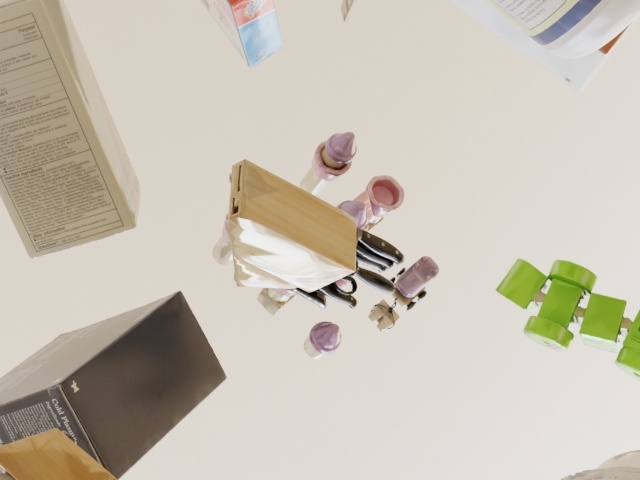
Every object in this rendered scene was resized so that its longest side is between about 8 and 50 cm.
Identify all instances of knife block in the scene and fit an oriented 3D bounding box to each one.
[{"bbox_3d":[0.000,0.000,1.636,0.276,0.242,0.088,89,-179,-60],"label":"knife block"}]

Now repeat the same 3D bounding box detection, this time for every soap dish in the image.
[{"bbox_3d":[-0.265,0.376,1.462,0.118,0.229,0.291,-43,-44,-22],"label":"soap dish"}]

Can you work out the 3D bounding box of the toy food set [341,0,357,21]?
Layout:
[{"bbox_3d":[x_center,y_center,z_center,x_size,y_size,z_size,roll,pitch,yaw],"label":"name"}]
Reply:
[{"bbox_3d":[-0.001,-0.201,0.743,0.078,0.019,0.122,137,122,-82],"label":"toy food set"}]

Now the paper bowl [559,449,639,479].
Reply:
[{"bbox_3d":[0.358,0.318,1.204,0.284,0.284,0.148,76,-148,-51],"label":"paper bowl"}]

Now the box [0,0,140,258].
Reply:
[{"bbox_3d":[-0.335,-0.149,1.423,0.121,0.148,0.311,-99,-7,-60],"label":"box"}]

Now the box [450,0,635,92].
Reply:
[{"bbox_3d":[0.325,-0.380,1.362,0.345,0.215,0.168,-53,-6,-5],"label":"box"}]

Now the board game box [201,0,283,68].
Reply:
[{"bbox_3d":[-0.176,-0.427,1.733,0.316,0.064,0.242,55,175,11],"label":"board game box"}]

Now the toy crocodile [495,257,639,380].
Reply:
[{"bbox_3d":[0.390,0.114,1.600,0.115,0.340,0.105,-65,-26,-10],"label":"toy crocodile"}]

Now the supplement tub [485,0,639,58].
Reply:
[{"bbox_3d":[0.172,-0.343,1.065,0.235,0.325,0.235,-53,8,10],"label":"supplement tub"}]

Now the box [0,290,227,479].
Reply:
[{"bbox_3d":[-0.386,0.265,1.947,0.179,0.312,0.343,62,-145,-9],"label":"box"}]

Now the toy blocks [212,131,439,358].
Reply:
[{"bbox_3d":[0.041,-0.001,1.910,0.288,0.309,0.260,-39,-5,-33],"label":"toy blocks"}]
